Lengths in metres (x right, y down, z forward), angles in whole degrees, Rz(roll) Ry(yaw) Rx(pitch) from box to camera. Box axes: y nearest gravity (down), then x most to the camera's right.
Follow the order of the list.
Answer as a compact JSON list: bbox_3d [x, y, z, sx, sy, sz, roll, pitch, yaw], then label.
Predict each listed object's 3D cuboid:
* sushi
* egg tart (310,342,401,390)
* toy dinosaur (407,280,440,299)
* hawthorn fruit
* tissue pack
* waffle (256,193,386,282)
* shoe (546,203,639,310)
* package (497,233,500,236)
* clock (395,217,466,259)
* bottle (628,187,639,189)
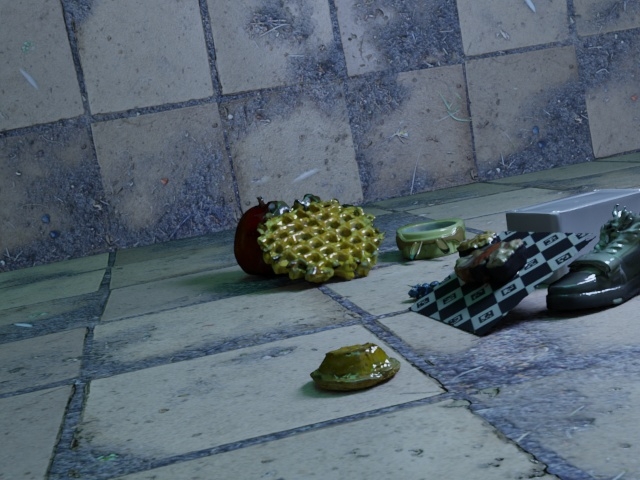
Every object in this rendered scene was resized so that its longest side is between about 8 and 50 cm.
[{"bbox_3d":[0.286,0.041,1.536,0.264,0.050,0.290,-37,14,-14],"label":"sushi"},{"bbox_3d":[0.046,0.171,1.267,0.128,0.049,0.129,-9,6,1],"label":"egg tart"},{"bbox_3d":[0.205,0.093,1.706,0.083,0.031,0.047,-8,10,13],"label":"toy dinosaur"},{"bbox_3d":[-0.135,-0.011,2.280,0.185,0.202,0.185,-8,14,2],"label":"hawthorn fruit"},{"bbox_3d":[0.497,-0.012,1.725,0.246,0.136,0.159,-13,8,-24],"label":"tissue pack"},{"bbox_3d":[-0.001,-0.006,2.124,0.329,0.062,0.329,0,35,0],"label":"waffle"},{"bbox_3d":[0.474,0.019,1.484,0.292,0.149,0.109,-13,10,-31],"label":"shoe"},{"bbox_3d":[0.452,0.000,2.099,0.173,0.027,0.171,-17,10,-22],"label":"package"},{"bbox_3d":[0.264,0.001,2.184,0.170,0.069,0.232,-8,9,11],"label":"clock"},{"bbox_3d":[0.730,-0.081,2.113,0.098,0.099,0.152,-10,4,-6],"label":"bottle"}]
